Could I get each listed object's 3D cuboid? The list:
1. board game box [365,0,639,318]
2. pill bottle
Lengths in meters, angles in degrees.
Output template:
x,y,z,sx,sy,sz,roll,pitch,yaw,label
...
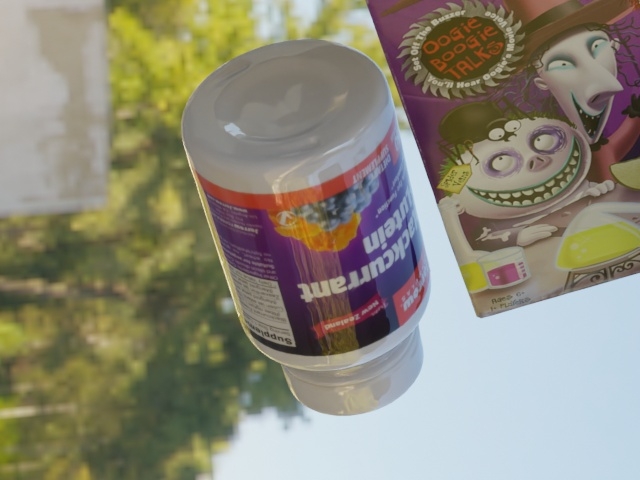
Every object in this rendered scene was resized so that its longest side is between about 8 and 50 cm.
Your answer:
x,y,z,sx,sy,sz,roll,pitch,yaw,label
0.185,-0.099,0.562,0.056,0.346,0.208,-99,170,-46,board game box
0.000,0.000,1.021,0.108,0.108,0.193,-105,180,-48,pill bottle
